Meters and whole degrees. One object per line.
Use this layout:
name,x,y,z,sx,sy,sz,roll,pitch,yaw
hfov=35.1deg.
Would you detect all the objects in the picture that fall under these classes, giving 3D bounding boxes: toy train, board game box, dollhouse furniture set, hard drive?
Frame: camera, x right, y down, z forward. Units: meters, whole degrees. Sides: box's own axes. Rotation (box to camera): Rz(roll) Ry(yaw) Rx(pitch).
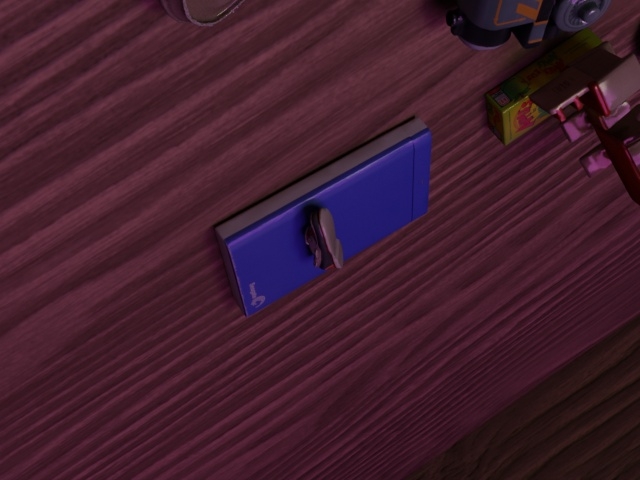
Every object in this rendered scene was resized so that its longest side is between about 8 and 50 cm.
toy train,0.242,-0.347,1.114,0.190,0.142,0.334,-14,148,-15
board game box,0.329,-0.224,1.478,0.181,0.043,0.092,-34,152,-5
dollhouse furniture set,0.414,-0.136,1.425,0.135,0.262,0.259,-36,119,2
hard drive,0.013,-0.028,1.421,0.318,0.040,0.210,-30,151,-13

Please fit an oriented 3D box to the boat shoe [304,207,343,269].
boat shoe,0.000,0.000,1.358,0.043,0.049,0.137,1,153,12

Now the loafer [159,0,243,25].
loafer,-0.042,-0.290,0.907,0.268,0.092,0.102,-46,151,17
